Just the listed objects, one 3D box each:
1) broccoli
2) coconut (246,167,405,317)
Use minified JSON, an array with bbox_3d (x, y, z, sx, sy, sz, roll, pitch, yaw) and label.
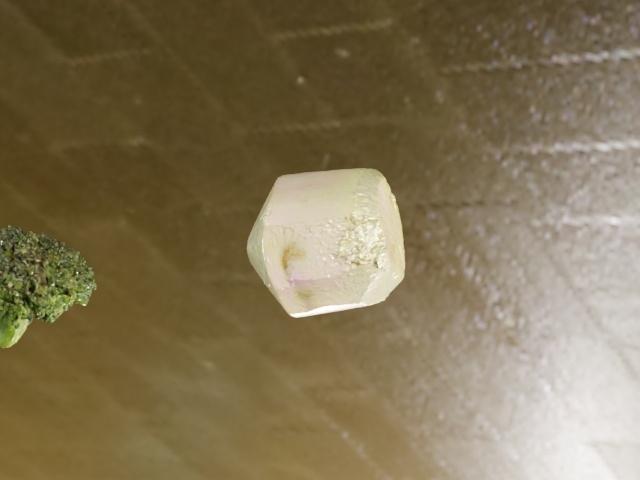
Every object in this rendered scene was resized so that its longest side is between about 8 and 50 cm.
[{"bbox_3d":[-0.219,0.034,1.165,0.095,0.097,0.092,28,122,-1],"label":"broccoli"},{"bbox_3d":[0.000,0.000,1.281,0.122,0.116,0.116,-9,145,15],"label":"coconut"}]
